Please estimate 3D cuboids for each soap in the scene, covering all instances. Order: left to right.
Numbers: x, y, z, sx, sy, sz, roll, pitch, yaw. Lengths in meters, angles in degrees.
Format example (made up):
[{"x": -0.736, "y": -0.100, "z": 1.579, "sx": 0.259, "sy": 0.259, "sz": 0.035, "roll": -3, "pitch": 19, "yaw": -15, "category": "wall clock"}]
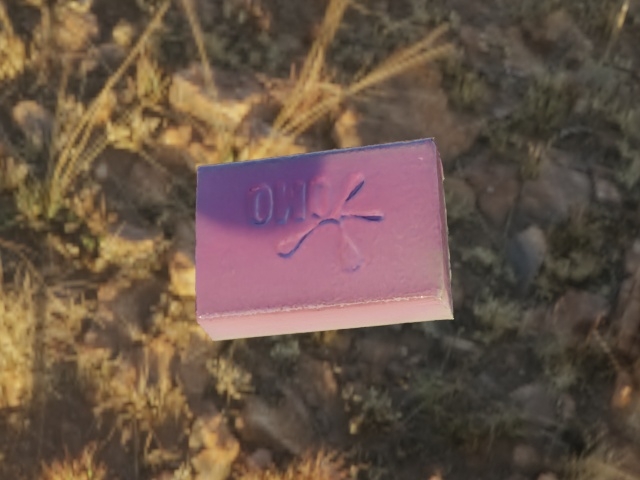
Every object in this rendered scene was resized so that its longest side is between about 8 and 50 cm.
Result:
[{"x": 0.000, "y": -0.001, "z": 1.346, "sx": 0.259, "sy": 0.081, "sz": 0.181, "roll": -5, "pitch": 66, "yaw": 10, "category": "soap"}]
